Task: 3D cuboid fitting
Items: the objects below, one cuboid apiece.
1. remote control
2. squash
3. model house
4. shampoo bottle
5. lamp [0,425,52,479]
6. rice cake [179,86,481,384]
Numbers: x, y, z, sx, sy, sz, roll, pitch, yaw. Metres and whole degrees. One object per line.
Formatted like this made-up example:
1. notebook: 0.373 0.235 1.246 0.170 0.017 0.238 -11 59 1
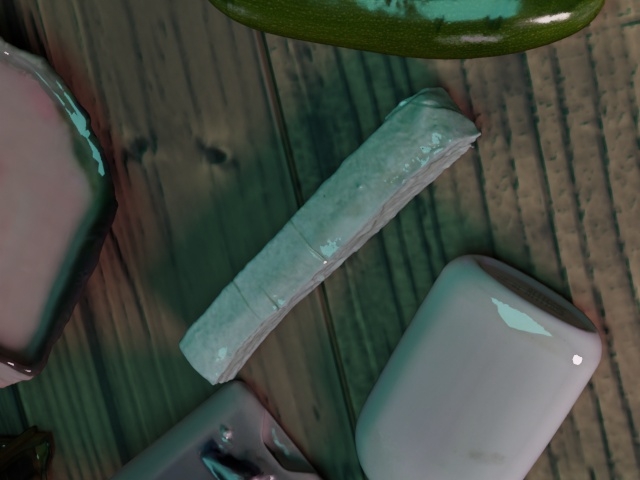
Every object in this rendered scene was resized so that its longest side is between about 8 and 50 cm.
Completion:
1. remote control: -0.138 0.224 0.859 0.313 0.055 0.109 -38 89 -11
2. squash: 0.031 -0.140 0.772 0.258 0.069 0.069 8 108 19
3. model house: -0.291 -0.013 0.880 0.237 0.202 0.237 29 146 -27
4. shampoo bottle: 0.077 0.119 0.839 0.108 0.051 0.220 32 114 7
5. lamp: -0.351 0.189 1.003 0.326 0.089 0.090 -2 104 22
6. rice cake: 0.000 0.000 0.838 0.245 0.042 0.045 -45 75 26
